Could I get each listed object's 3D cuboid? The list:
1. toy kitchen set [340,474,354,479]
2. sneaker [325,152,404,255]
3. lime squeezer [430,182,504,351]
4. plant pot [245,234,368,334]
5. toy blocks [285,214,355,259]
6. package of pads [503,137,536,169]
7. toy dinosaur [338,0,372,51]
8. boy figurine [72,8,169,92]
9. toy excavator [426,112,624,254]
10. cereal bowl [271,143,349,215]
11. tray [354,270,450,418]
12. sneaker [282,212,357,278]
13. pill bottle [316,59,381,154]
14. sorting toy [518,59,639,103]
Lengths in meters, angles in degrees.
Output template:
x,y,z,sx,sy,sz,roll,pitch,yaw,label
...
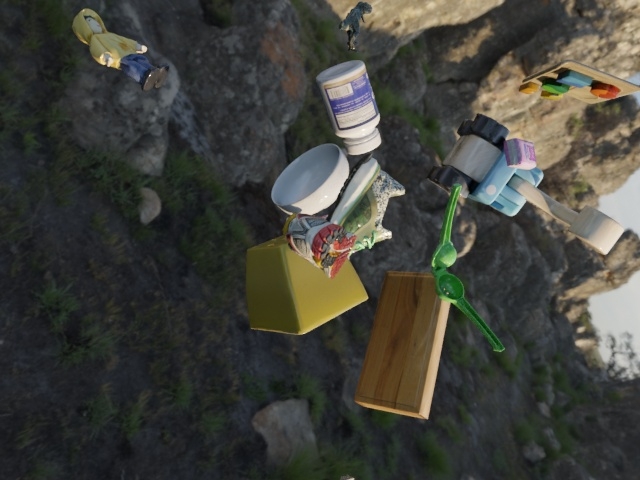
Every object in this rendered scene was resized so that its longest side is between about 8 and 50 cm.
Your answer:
x,y,z,sx,sy,sz,roll,pitch,yaw,label
0.032,0.549,1.184,0.068,0.083,0.075,23,81,-54,toy kitchen set
0.102,-0.025,1.430,0.182,0.410,0.158,28,-4,-5,sneaker
0.243,0.054,0.965,0.110,0.059,0.310,8,-65,70,lime squeezer
-0.052,0.082,1.229,0.212,0.212,0.187,-22,100,-38,plant pot
0.029,0.040,2.030,0.309,0.260,0.288,2,92,-66,toy blocks
0.366,-0.157,0.973,0.083,0.032,0.050,-3,86,-50,package of pads
0.099,-0.656,1.649,0.268,0.064,0.118,-61,153,-48,toy dinosaur
-0.565,-0.538,1.495,0.285,0.092,0.177,39,36,1,boy figurine
0.565,-0.146,1.488,0.445,0.222,0.433,31,9,-2,toy excavator
-0.023,-0.217,2.095,0.141,0.339,0.339,50,26,-31,cereal bowl
0.248,0.291,1.557,0.076,0.203,0.410,46,54,-47,tray
0.000,0.000,0.888,0.093,0.088,0.225,29,-7,15,sneaker
0.071,-0.295,1.193,0.112,0.112,0.186,-79,152,-57,pill bottle
0.652,-0.393,1.386,0.307,0.229,0.041,-122,-134,-83,sorting toy
